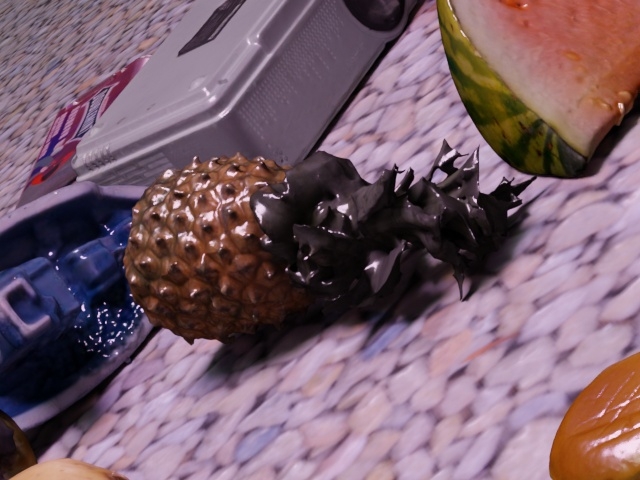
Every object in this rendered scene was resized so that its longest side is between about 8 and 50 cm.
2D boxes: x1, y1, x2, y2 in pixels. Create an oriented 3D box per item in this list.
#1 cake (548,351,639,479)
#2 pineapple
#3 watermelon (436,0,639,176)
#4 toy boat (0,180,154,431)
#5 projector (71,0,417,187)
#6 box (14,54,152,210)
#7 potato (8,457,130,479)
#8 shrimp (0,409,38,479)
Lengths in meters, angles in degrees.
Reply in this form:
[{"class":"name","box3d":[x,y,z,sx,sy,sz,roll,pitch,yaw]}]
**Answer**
[{"class":"cake","box3d":[0.130,0.076,0.759,0.084,0.044,0.084,-33,21,15]},{"class":"pineapple","box3d":[0.000,0.000,1.106,0.251,0.125,0.125,-8,35,39]},{"class":"watermelon","box3d":[0.147,-0.141,1.188,0.303,0.159,0.128,-52,-15,-38]},{"class":"toy boat","box3d":[-0.192,0.050,1.267,0.309,0.129,0.142,-37,1,-33]},{"class":"projector","box3d":[-0.058,-0.128,1.490,0.192,0.099,0.256,-18,28,44]},{"class":"box","box3d":[-0.185,-0.067,1.631,0.120,0.069,0.224,-32,20,17]},{"class":"potato","box3d":[-0.135,0.183,0.906,0.178,0.118,0.109,-50,-18,8]},{"class":"shrimp","box3d":[-0.331,0.124,1.094,0.446,0.110,0.221,0,33,35]}]
